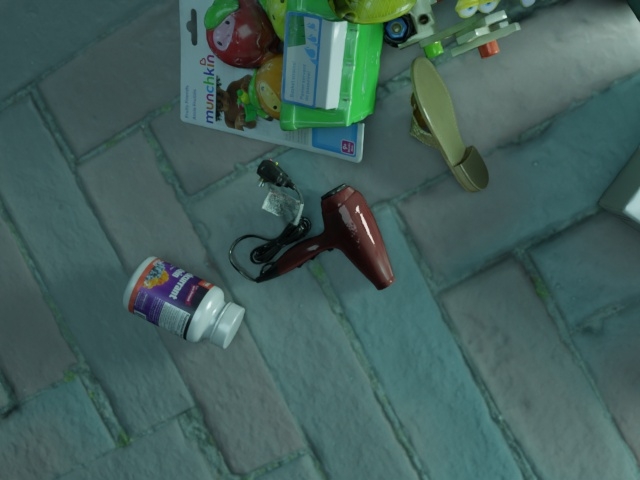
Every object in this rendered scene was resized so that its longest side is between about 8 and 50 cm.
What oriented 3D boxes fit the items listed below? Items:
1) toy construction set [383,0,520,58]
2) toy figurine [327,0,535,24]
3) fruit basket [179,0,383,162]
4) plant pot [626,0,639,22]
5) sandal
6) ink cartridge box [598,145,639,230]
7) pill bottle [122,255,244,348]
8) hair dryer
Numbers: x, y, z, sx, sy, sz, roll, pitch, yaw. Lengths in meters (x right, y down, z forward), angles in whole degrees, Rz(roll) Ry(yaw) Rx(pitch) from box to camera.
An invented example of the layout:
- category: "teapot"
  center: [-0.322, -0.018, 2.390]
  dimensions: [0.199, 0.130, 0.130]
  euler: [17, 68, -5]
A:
- category: "toy construction set"
  center: [0.177, -0.417, 1.101]
  dimensions: [0.215, 0.151, 0.327]
  euler: [-20, 83, 11]
- category: "toy figurine"
  center: [0.188, -0.419, 0.901]
  dimensions: [0.363, 0.217, 0.191]
  euler: [-13, 83, -13]
- category: "fruit basket"
  center: [-0.083, -0.307, 1.118]
  dimensions: [0.353, 0.165, 0.326]
  euler: [14, 117, 16]
- category: "plant pot"
  center: [0.492, -0.496, 0.956]
  dimensions: [0.341, 0.341, 0.334]
  euler: [-30, 99, 11]
- category: "sandal"
  center: [0.183, -0.176, 1.159]
  dimensions: [0.079, 0.088, 0.240]
  euler: [-17, 111, 46]
- category: "ink cartridge box"
  center: [0.678, -0.056, 1.046]
  dimensions: [0.395, 0.166, 0.285]
  euler: [34, 101, 3]
- category: "pill bottle"
  center: [-0.237, 0.114, 1.245]
  dimensions: [0.194, 0.108, 0.108]
  euler: [25, 100, 5]
- category: "hair dryer"
  center: [0.000, 0.000, 1.225]
  dimensions: [0.294, 0.080, 0.223]
  euler: [24, 116, 11]
